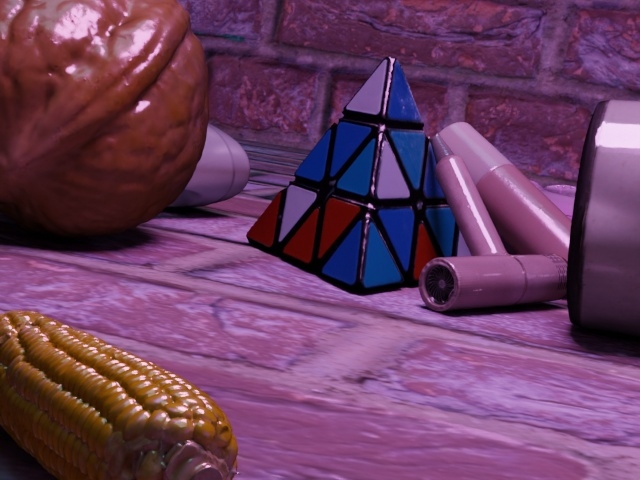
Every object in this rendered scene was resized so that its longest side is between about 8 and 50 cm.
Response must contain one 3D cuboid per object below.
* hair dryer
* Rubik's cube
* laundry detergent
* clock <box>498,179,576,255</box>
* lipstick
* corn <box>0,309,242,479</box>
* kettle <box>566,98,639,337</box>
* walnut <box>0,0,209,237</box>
[{"bbox_3d":[0.143,-0.029,1.140,0.195,0.053,0.220,-2,57,-45],"label":"hair dryer"},{"bbox_3d":[0.000,0.000,1.227,0.234,0.284,0.250,-10,32,32],"label":"Rubik's cube"},{"bbox_3d":[-0.310,-0.105,1.428,0.264,0.124,0.398,16,12,40],"label":"laundry detergent"},{"bbox_3d":[0.386,-0.002,1.414,0.322,0.113,0.295,3,9,-38],"label":"clock"},{"bbox_3d":[0.224,-0.042,1.302,0.070,0.070,0.254,1,37,-39],"label":"lipstick"},{"bbox_3d":[-0.107,0.078,0.514,0.067,0.067,0.206,1,11,-40],"label":"corn"},{"bbox_3d":[0.441,-0.021,1.057,0.377,0.250,0.361,7,22,17],"label":"kettle"},{"bbox_3d":[-0.265,-0.150,1.180,0.333,0.333,0.333,8,8,-1],"label":"walnut"}]
